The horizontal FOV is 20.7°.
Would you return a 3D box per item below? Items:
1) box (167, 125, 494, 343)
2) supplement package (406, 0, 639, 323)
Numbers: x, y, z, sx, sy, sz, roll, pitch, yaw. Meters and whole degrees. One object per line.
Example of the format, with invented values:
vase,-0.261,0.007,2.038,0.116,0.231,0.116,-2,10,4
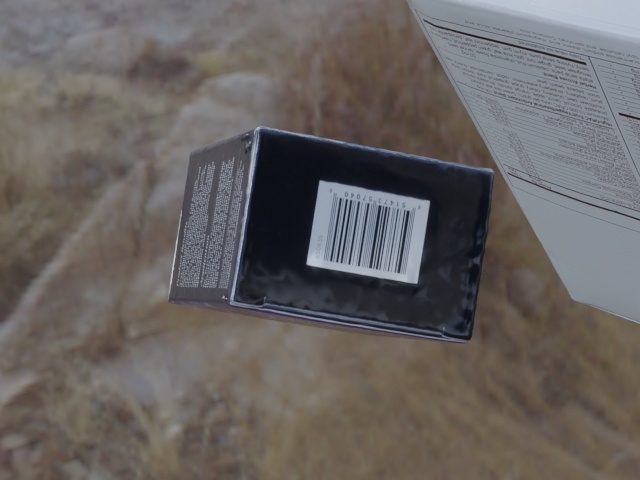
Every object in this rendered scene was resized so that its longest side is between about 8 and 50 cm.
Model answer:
box,0.000,0.000,1.108,0.153,0.108,0.207,10,-4,-14
supplement package,0.164,-0.085,0.620,0.149,0.203,0.194,20,67,36
